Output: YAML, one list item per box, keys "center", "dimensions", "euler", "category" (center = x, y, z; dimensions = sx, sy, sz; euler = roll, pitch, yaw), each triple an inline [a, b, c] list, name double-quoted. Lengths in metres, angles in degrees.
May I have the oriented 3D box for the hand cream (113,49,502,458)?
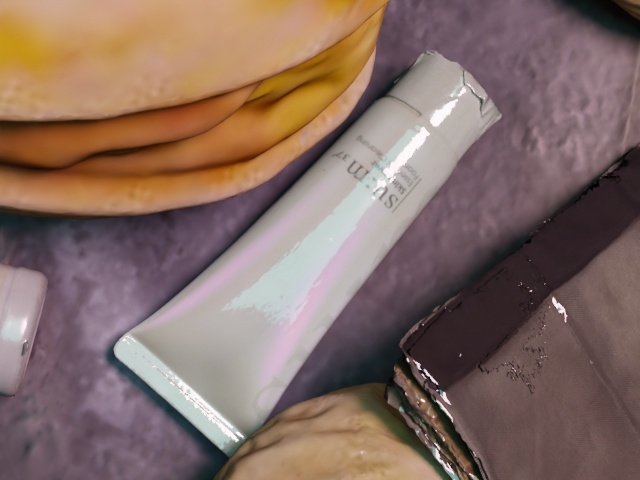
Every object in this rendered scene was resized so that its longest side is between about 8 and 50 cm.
- center: [0.000, 0.000, 0.658]
  dimensions: [0.078, 0.050, 0.205]
  euler: [42, 82, -4]
  category: "hand cream"

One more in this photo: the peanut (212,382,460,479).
- center: [-0.046, 0.178, 0.581]
  dimensions: [0.298, 0.136, 0.120]
  euler: [-40, 103, -13]
  category: "peanut"

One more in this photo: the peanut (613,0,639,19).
- center: [0.210, -0.147, 0.696]
  dimensions: [0.194, 0.083, 0.093]
  euler: [1, 93, -14]
  category: "peanut"

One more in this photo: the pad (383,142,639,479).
- center: [0.142, 0.068, 0.639]
  dimensions: [0.233, 0.022, 0.174]
  euler: [-35, 90, -42]
  category: "pad"

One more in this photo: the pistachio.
- center: [-0.119, -0.125, 0.563]
  dimensions: [0.308, 0.230, 0.230]
  euler: [11, 81, -5]
  category: "pistachio"

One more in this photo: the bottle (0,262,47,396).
- center: [-0.228, 0.016, 0.604]
  dimensions: [0.217, 0.060, 0.060]
  euler: [14, 81, -10]
  category: "bottle"
